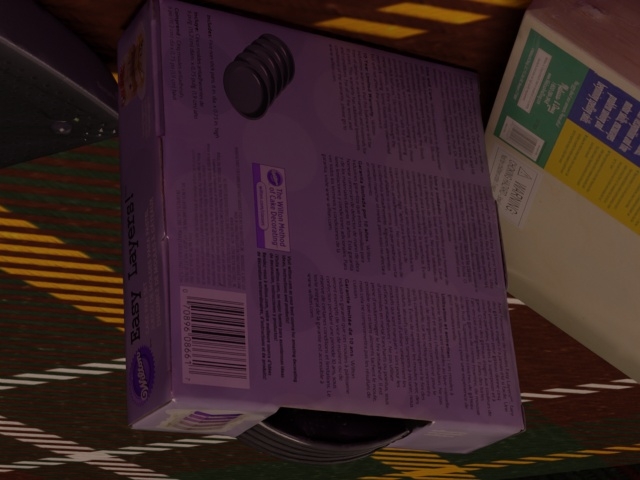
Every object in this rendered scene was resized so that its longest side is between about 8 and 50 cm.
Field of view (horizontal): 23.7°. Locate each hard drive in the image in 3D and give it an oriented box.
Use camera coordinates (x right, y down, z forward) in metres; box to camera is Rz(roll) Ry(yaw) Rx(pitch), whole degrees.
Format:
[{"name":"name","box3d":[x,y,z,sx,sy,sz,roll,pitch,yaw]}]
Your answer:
[{"name":"hard drive","box3d":[-0.245,-0.111,0.909,0.172,0.054,0.254,-13,157,26]}]

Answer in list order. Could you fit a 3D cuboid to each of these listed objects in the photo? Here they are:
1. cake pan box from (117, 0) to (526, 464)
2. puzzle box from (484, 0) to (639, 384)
[{"name":"cake pan box","box3d":[0.000,0.000,0.933,0.245,0.267,0.070,7,156,-29]},{"name":"puzzle box","box3d":[0.231,-0.003,1.035,0.272,0.052,0.409,36,163,10]}]
